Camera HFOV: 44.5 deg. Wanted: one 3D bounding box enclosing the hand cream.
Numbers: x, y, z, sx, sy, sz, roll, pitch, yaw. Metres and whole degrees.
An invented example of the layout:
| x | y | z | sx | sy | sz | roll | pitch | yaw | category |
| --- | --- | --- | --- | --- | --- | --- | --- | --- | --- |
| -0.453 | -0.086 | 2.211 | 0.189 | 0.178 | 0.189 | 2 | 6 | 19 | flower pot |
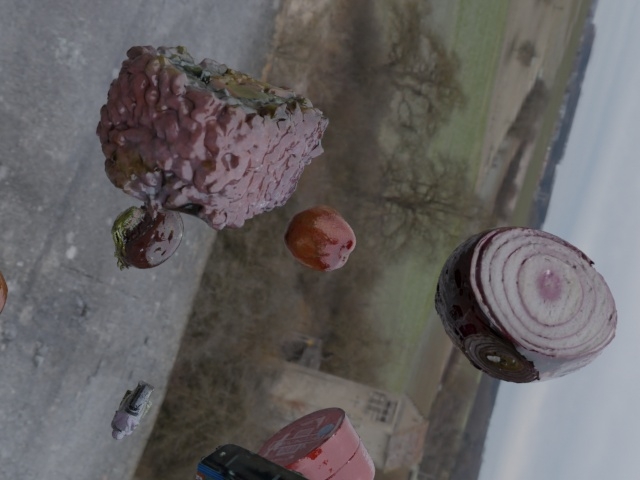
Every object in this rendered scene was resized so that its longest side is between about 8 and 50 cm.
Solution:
| x | y | z | sx | sy | sz | roll | pitch | yaw | category |
| --- | --- | --- | --- | --- | --- | --- | --- | --- | --- |
| -0.011 | 0.464 | 1.611 | 0.149 | 0.230 | 0.230 | 60 | 30 | -11 | hand cream |

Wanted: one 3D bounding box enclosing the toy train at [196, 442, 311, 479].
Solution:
| x | y | z | sx | sy | sz | roll | pitch | yaw | category |
| --- | --- | --- | --- | --- | --- | --- | --- | --- | --- |
| -0.012 | 0.447 | 1.247 | 0.086 | 0.409 | 0.089 | -23 | 128 | -60 | toy train |

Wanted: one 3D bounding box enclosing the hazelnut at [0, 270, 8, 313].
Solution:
| x | y | z | sx | sy | sz | roll | pitch | yaw | category |
| --- | --- | --- | --- | --- | --- | --- | --- | --- | --- |
| -0.632 | 0.083 | 1.289 | 0.176 | 0.214 | 0.214 | -86 | 179 | -53 | hazelnut |

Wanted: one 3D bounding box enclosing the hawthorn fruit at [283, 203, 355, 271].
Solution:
| x | y | z | sx | sy | sz | roll | pitch | yaw | category |
| --- | --- | --- | --- | --- | --- | --- | --- | --- | --- |
| 0.000 | 0.000 | 1.556 | 0.133 | 0.138 | 0.133 | -45 | 151 | -34 | hawthorn fruit |

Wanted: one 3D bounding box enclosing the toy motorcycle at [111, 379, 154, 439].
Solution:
| x | y | z | sx | sy | sz | roll | pitch | yaw | category |
| --- | --- | --- | --- | --- | --- | --- | --- | --- | --- |
| -0.470 | 0.424 | 1.947 | 0.152 | 0.073 | 0.225 | -61 | -174 | -14 | toy motorcycle |

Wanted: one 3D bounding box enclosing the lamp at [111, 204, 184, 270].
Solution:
| x | y | z | sx | sy | sz | roll | pitch | yaw | category |
| --- | --- | --- | --- | --- | --- | --- | --- | --- | --- |
| -0.371 | -0.018 | 1.664 | 0.135 | 0.156 | 0.157 | 50 | 42 | -29 | lamp |

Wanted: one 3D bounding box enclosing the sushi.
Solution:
| x | y | z | sx | sy | sz | roll | pitch | yaw | category |
| --- | --- | --- | --- | --- | --- | --- | --- | --- | --- |
| -0.131 | -0.127 | 0.942 | 0.270 | 0.236 | 0.171 | -15 | 131 | -62 | sushi |

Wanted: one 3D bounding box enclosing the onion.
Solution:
| x | y | z | sx | sy | sz | roll | pitch | yaw | category |
| --- | --- | --- | --- | --- | --- | --- | --- | --- | --- |
| 0.380 | 0.144 | 1.529 | 0.260 | 0.336 | 0.282 | 119 | -9 | -59 | onion |
